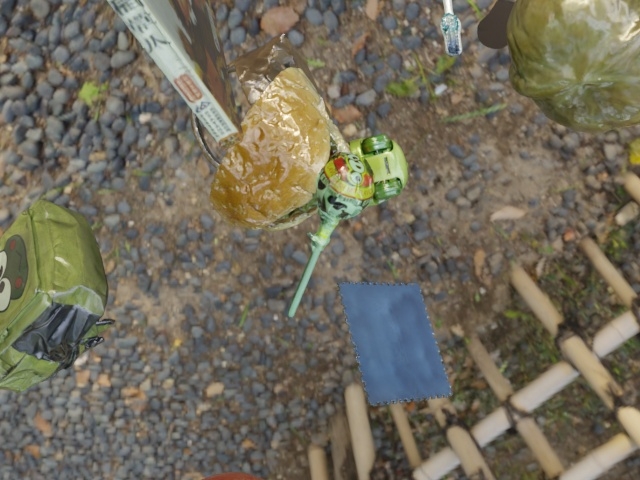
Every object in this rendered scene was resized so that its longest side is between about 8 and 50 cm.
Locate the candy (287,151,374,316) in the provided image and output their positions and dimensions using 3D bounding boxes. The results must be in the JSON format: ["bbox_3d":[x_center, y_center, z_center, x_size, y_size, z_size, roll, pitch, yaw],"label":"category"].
[{"bbox_3d":[0.000,0.000,1.233,0.083,0.091,0.305,13,127,-14],"label":"candy"}]

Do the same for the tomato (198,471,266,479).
[{"bbox_3d":[-0.142,0.506,1.161,0.341,0.341,0.273,12,154,-17],"label":"tomato"}]

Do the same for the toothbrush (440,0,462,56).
[{"bbox_3d":[0.184,-0.489,1.293,0.042,0.418,0.040,-7,170,13],"label":"toothbrush"}]

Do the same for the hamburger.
[{"bbox_3d":[-0.056,-0.138,1.554,0.209,0.162,0.330,34,111,17],"label":"hamburger"}]

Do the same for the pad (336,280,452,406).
[{"bbox_3d":[0.159,0.210,1.734,0.269,0.269,0.012,6,152,-42],"label":"pad"}]

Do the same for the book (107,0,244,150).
[{"bbox_3d":[-0.192,-0.314,0.820,0.039,0.300,0.428,-19,153,8],"label":"book"}]

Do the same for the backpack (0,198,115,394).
[{"bbox_3d":[-0.382,0.086,1.100,0.140,0.207,0.253,22,124,-42],"label":"backpack"}]

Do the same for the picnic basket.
[{"bbox_3d":[-0.151,-0.293,1.946,0.337,0.337,0.293,-24,84,7],"label":"picnic basket"}]

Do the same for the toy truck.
[{"bbox_3d":[0.113,-0.150,1.814,0.187,0.210,0.148,-14,88,33],"label":"toy truck"}]

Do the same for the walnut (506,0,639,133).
[{"bbox_3d":[0.359,-0.270,1.039,0.283,0.283,0.227,-36,110,14],"label":"walnut"}]

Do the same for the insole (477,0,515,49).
[{"bbox_3d":[0.310,-0.375,1.425,0.064,0.188,0.004,23,135,8],"label":"insole"}]
